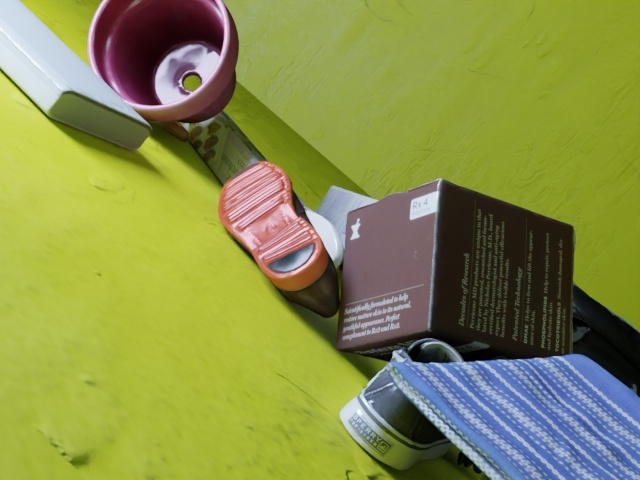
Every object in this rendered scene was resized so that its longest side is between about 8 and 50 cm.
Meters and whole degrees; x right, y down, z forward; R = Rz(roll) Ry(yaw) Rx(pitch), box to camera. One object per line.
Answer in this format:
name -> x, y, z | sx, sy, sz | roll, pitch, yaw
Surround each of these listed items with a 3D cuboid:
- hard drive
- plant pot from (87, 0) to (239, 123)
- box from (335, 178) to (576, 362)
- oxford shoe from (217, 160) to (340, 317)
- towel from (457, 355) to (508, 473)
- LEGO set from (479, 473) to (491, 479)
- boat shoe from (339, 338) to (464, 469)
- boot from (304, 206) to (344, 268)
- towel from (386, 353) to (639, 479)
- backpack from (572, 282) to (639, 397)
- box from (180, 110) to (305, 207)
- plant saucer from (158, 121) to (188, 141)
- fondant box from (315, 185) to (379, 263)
hard drive -> -0.345, -0.230, 1.336 | 0.307, 0.040, 0.203 | 43, 7, 18
plant pot -> -0.200, -0.249, 1.622 | 0.201, 0.201, 0.180 | 43, -2, 14
box -> 0.150, 0.052, 1.290 | 0.203, 0.167, 0.168 | 16, -19, -31
oxford shoe -> -0.049, -0.002, 1.383 | 0.098, 0.097, 0.271 | 57, 3, -37
towel -> 0.172, 0.181, 1.224 | 0.029, 0.119, 0.067 | 19, 37, 28
LEGO set -> 0.194, 0.239, 1.057 | 0.107, 0.132, 0.287 | 30, 18, 12
boat shoe -> 0.102, 0.146, 1.149 | 0.108, 0.102, 0.301 | 43, 8, 14
boot -> 0.000, 0.000, 1.620 | 0.086, 0.069, 0.190 | 32, 10, -38
towel -> 0.234, 0.173, 1.011 | 0.243, 0.040, 0.336 | 41, 21, 33
backpack -> 0.317, 0.175, 1.533 | 0.253, 0.191, 0.225 | 41, 42, -36
box -> -0.123, -0.116, 1.706 | 0.067, 0.063, 0.324 | 34, 10, -37
plant saucer -> -0.228, -0.178, 1.733 | 0.083, 0.013, 0.083 | 41, 7, -6
fondant box -> 0.149, 0.043, 1.739 | 0.238, 0.096, 0.330 | 37, -8, -29
